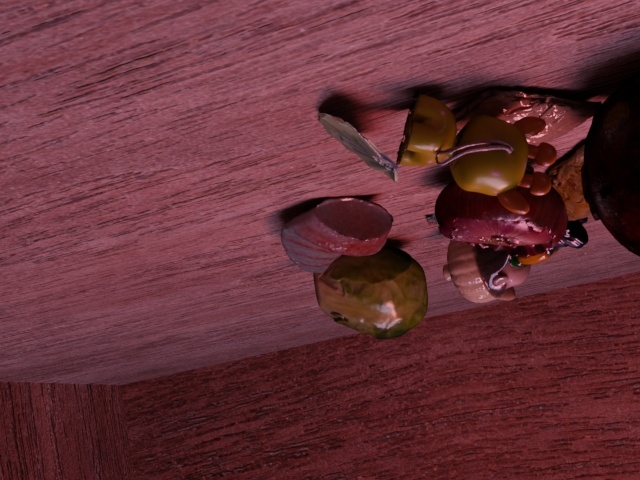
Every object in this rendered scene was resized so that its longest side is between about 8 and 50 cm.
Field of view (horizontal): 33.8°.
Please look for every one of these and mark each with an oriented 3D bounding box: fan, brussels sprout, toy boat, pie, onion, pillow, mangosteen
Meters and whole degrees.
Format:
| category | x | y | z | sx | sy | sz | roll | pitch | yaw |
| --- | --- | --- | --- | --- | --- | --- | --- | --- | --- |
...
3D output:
| category | x | y | z | sx | sy | sz | roll | pitch | yaw |
| --- | --- | --- | --- | --- | --- | --- | --- | --- | --- |
| fan | 0.056 | -0.127 | 1.454 | 0.131 | 0.009 | 0.240 | 33 | 178 | 25 |
| brussels sprout | 0.112 | 0.112 | 2.367 | 0.271 | 0.210 | 0.219 | 4 | -173 | -14 |
| toy boat | 0.004 | 0.007 | 2.000 | 0.206 | 0.096 | 0.282 | 3 | 160 | -21 |
| pie | 0.484 | -0.105 | 1.919 | 0.068 | 0.128 | 0.282 | -52 | 177 | -11 |
| onion | 0.317 | -0.055 | 1.865 | 0.248 | 0.161 | 0.248 | -6 | 158 | -2 |
| pillow | 0.299 | -0.182 | 1.543 | 0.232 | 0.043 | 0.126 | 1 | 159 | -34 |
| mangosteen | 0.520 | -0.111 | 1.476 | 0.311 | 0.311 | 0.311 | -10 | 168 | -2 |

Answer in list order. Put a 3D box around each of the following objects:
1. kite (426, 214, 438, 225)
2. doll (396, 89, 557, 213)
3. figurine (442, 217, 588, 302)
| category | x | y | z | sx | sy | sz | roll | pitch | yaw |
| --- | --- | --- | --- | --- | --- | --- | --- | --- | --- |
| kite | 0.274 | -0.052 | 2.198 | 0.139 | 0.011 | 0.156 | -7 | 169 | -30 |
| doll | 0.216 | -0.125 | 1.439 | 0.220 | 0.143 | 0.135 | 17 | 164 | -4 |
| figurine | 0.406 | 0.007 | 2.268 | 0.204 | 0.185 | 0.332 | 26 | 138 | -11 |
